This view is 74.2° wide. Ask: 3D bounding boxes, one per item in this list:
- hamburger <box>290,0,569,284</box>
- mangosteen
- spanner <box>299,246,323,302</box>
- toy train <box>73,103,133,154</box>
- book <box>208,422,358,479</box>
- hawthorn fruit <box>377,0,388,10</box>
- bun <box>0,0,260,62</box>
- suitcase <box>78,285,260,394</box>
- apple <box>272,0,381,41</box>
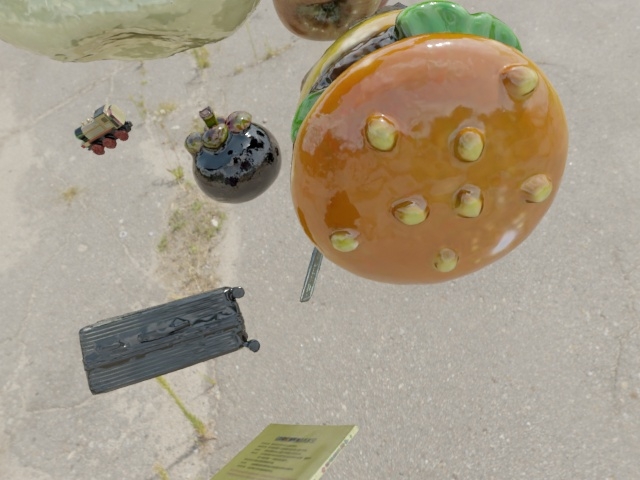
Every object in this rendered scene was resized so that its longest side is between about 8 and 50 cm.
[{"bbox_3d":[0.139,-0.109,0.625,0.396,0.395,0.277,-8,38,3],"label":"hamburger"},{"bbox_3d":[-0.265,-0.259,1.262,0.275,0.302,0.274,-17,39,14],"label":"mangosteen"},{"bbox_3d":[0.000,0.000,1.063,0.026,0.093,0.325,14,88,42],"label":"spanner"},{"bbox_3d":[-0.517,-0.260,1.000,0.138,0.087,0.050,-24,48,15],"label":"toy train"},{"bbox_3d":[-0.070,0.264,0.461,0.192,0.168,0.013,-29,93,-46],"label":"book"},{"bbox_3d":[0.105,-0.791,1.270,0.235,0.231,0.262,-6,36,5],"label":"hawthorn fruit"},{"bbox_3d":[-0.188,-0.337,0.367,0.349,0.352,0.227,15,26,-9],"label":"bun"},{"bbox_3d":[-0.328,0.212,0.944,0.335,0.230,0.152,-15,87,-18],"label":"suitcase"},{"bbox_3d":[0.012,-0.577,0.949,0.261,0.260,0.193,-9,69,2],"label":"apple"}]
